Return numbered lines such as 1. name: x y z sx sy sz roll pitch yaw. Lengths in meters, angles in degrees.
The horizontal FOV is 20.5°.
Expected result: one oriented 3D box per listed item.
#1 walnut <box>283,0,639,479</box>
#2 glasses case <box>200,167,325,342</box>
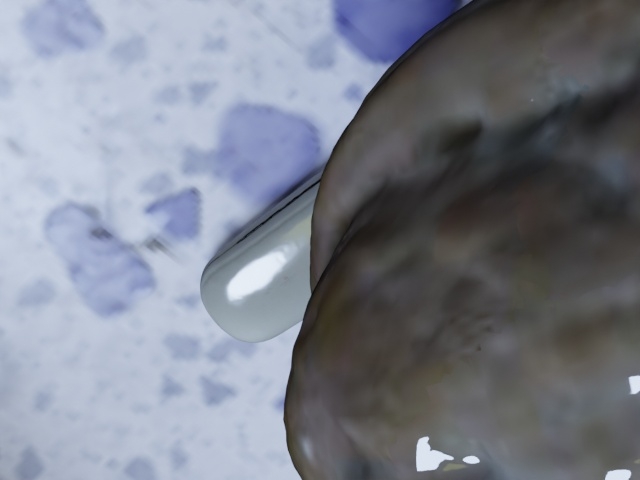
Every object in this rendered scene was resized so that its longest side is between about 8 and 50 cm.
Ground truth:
1. walnut: 0.099 0.014 0.447 0.224 0.224 0.224 -1 114 -2
2. glasses case: 0.000 0.000 0.541 0.083 0.021 0.032 -37 110 14
